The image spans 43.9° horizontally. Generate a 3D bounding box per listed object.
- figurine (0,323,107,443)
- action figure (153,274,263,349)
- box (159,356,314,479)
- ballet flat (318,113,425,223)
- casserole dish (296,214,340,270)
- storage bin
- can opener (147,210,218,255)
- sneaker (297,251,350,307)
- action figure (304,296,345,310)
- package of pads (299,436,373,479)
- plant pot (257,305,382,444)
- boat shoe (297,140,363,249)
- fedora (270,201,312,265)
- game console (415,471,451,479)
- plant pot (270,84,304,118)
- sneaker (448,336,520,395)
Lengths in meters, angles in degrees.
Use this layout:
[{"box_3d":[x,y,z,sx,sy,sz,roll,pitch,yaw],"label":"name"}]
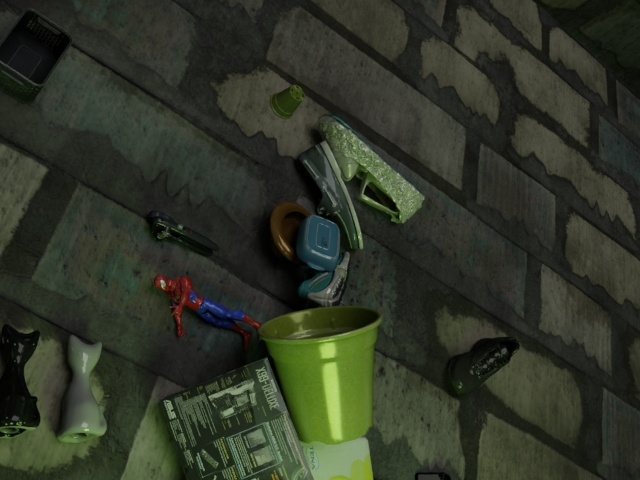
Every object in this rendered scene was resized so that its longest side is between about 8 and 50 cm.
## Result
[{"box_3d":[-0.519,0.273,1.531,0.215,0.092,0.209,16,55,-35],"label":"figurine"},{"box_3d":[-0.264,0.179,1.783,0.280,0.091,0.139,36,41,-21],"label":"action figure"},{"box_3d":[-0.171,0.430,1.657,0.242,0.076,0.307,-21,78,-12],"label":"box"},{"box_3d":[0.133,-0.193,2.295,0.409,0.147,0.147,39,49,-18],"label":"ballet flat"},{"box_3d":[0.000,0.000,1.992,0.114,0.037,0.188,21,39,-13],"label":"casserole dish"},{"box_3d":[-0.651,-0.410,1.768,0.122,0.084,0.180,34,50,-22],"label":"storage bin"},{"box_3d":[-0.319,-0.013,1.860,0.186,0.059,0.073,27,53,-27],"label":"can opener"},{"box_3d":[0.014,0.090,2.022,0.110,0.107,0.275,13,18,8],"label":"sneaker"},{"box_3d":[0.018,0.245,1.988,0.185,0.099,0.285,33,46,-11],"label":"action figure"},{"box_3d":[-0.012,0.557,1.799,0.296,0.101,0.229,11,63,-36],"label":"package of pads"},{"box_3d":[0.012,0.300,1.753,0.276,0.276,0.254,-14,101,-43],"label":"plant pot"},{"box_3d":[0.031,-0.114,2.206,0.099,0.116,0.319,-21,89,-1],"label":"boat shoe"},{"box_3d":[-0.074,-0.006,2.049,0.194,0.079,0.194,28,45,-32],"label":"fedora"},{"box_3d":[0.299,0.670,2.065,0.107,0.071,0.122,44,39,-57],"label":"game console"},{"box_3d":[-0.087,-0.398,2.240,0.083,0.079,0.083,18,58,-32],"label":"plant pot"},{"box_3d":[0.474,0.348,2.297,0.286,0.130,0.109,-33,93,-43],"label":"sneaker"}]
